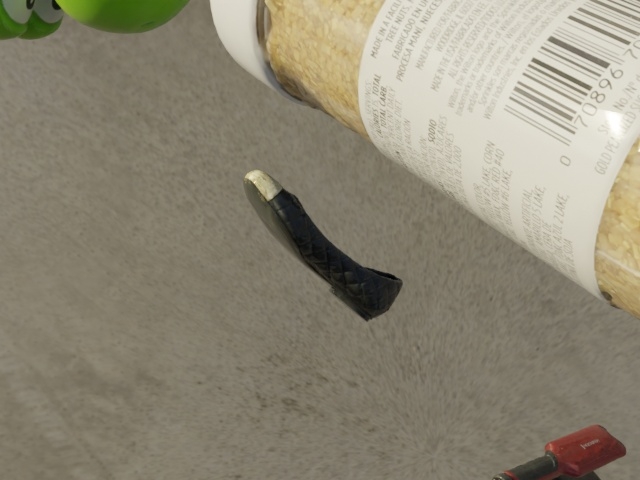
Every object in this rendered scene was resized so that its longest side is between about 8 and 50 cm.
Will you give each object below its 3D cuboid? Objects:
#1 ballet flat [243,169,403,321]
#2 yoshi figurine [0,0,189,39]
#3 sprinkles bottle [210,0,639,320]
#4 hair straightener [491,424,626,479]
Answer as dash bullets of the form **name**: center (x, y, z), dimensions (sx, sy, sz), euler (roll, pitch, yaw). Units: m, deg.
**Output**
- **ballet flat**: center (0.000, 0.000, 0.802), dimensions (0.049, 0.057, 0.173), euler (-48, 116, -8)
- **yoshi figurine**: center (-0.124, -0.287, 0.613), dimensions (0.203, 0.203, 0.362), euler (42, 121, 47)
- **sprinkles bottle**: center (0.089, -0.064, 0.417), dimensions (0.121, 0.121, 0.355), euler (-46, 48, -5)
- **hair straightener**: center (0.180, 0.220, 0.825), dimensions (0.047, 0.230, 0.089), euler (41, 119, 27)
